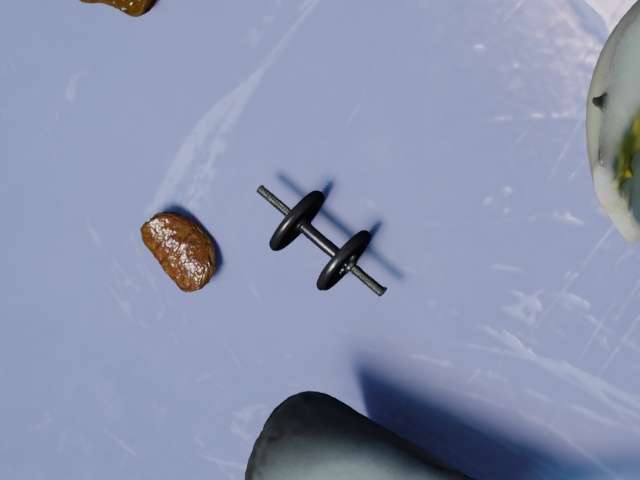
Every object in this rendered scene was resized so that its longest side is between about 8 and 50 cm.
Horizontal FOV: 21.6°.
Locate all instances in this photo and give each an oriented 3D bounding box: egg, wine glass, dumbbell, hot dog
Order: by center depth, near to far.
[{"bbox_3d":[0.310,-0.092,1.222,0.271,0.162,0.206,4,80,-6],"label":"egg"},{"bbox_3d":[0.175,0.230,1.387,0.406,0.267,0.267,-11,104,27],"label":"wine glass"},{"bbox_3d":[0.000,0.000,1.485,0.147,0.069,0.069,41,124,10],"label":"dumbbell"},{"bbox_3d":[-0.134,0.010,1.585,0.058,0.035,0.083,-40,89,35],"label":"hot dog"}]

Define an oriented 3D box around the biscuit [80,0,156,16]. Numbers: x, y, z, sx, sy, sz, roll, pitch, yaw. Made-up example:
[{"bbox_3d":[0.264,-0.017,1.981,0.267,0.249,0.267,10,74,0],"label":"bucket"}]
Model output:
[{"bbox_3d":[-0.180,-0.290,1.488,0.215,0.034,0.182,42,125,5],"label":"biscuit"}]
